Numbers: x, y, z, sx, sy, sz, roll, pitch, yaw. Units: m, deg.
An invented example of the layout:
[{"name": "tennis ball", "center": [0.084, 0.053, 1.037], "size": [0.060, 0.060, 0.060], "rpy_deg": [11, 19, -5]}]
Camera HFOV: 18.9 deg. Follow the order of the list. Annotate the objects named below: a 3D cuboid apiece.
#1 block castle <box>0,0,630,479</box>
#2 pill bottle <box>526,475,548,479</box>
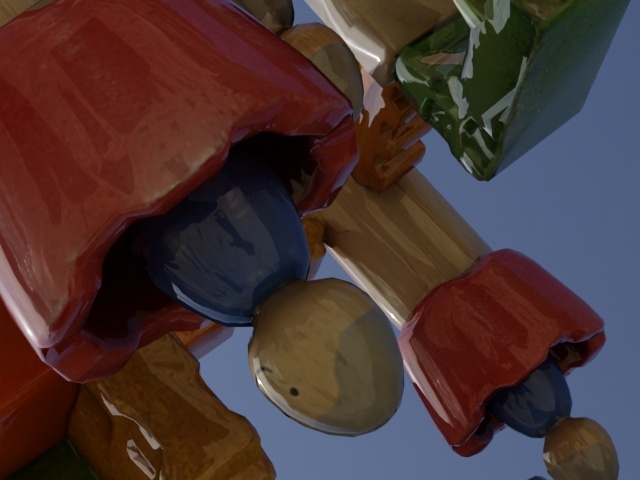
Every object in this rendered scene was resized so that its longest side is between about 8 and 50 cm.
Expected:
[{"name": "block castle", "center": [0.000, 0.000, 0.614], "size": [0.303, 0.453, 0.213], "rpy_deg": [-34, -108, -23]}, {"name": "pill bottle", "center": [0.154, 0.206, 0.845], "size": [0.219, 0.123, 0.123], "rpy_deg": [37, -77, 20]}]
